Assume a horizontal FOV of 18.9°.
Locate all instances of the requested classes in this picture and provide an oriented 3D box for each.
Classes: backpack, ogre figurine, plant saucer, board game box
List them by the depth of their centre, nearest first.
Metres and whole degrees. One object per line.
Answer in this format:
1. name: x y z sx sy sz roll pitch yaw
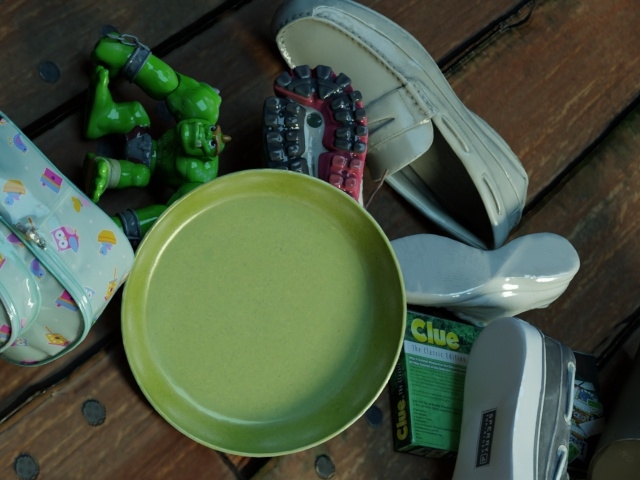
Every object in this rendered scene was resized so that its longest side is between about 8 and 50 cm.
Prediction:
1. backpack: -0.244 0.011 1.447 0.188 0.166 0.144 37 50 -17
2. plant saucer: -0.049 0.059 1.609 0.241 0.037 0.240 -1 95 -13
3. ogre figurine: -0.142 -0.079 1.640 0.118 0.097 0.197 7 47 -19
4. board game box: 0.172 0.153 1.835 0.260 0.030 0.136 15 62 -35

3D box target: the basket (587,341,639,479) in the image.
1. basket: 0.363 0.186 1.864 0.227 0.204 0.154 -43 141 -47

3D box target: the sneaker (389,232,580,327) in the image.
1. sneaker: 0.138 0.048 1.828 0.212 0.094 0.080 -1 51 -16

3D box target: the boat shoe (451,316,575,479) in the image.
1. boat shoe: 0.176 0.223 1.730 0.102 0.108 0.301 24 62 -31

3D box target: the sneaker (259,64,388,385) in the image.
1. sneaker: 0.000 0.000 1.712 0.121 0.112 0.299 3 76 -5

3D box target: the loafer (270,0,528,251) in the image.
1. loafer: 0.077 -0.111 1.828 0.319 0.112 0.111 39 40 -20
